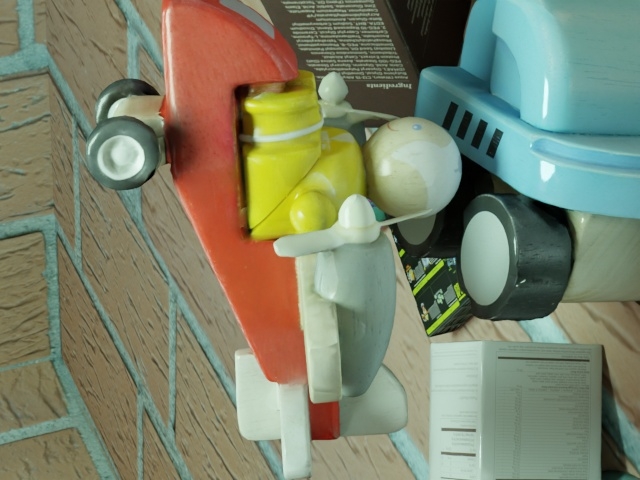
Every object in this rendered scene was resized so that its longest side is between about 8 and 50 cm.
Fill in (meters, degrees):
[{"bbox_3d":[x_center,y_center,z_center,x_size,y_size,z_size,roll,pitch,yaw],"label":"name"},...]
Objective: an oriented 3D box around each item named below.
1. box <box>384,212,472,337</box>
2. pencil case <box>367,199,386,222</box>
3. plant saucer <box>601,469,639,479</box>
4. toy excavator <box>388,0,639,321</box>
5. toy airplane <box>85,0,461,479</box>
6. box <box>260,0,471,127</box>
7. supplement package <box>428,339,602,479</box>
[{"bbox_3d":[0.138,-0.006,2.108,0.184,0.045,0.191,69,157,15],"label":"box"},{"bbox_3d":[0.031,-0.076,2.320,0.152,0.064,0.070,61,138,38],"label":"pencil case"},{"bbox_3d":[0.314,0.390,1.878,0.317,0.043,0.317,167,90,-69],"label":"plant saucer"},{"bbox_3d":[0.205,-0.195,1.652,0.433,0.222,0.445,-138,54,-59],"label":"toy excavator"},{"bbox_3d":[0.000,0.000,1.567,0.384,0.272,0.386,56,-169,-63],"label":"toy airplane"},{"bbox_3d":[0.029,-0.289,1.785,0.381,0.143,0.191,59,-141,-52],"label":"box"},{"bbox_3d":[0.193,0.225,1.882,0.134,0.139,0.244,167,106,-70],"label":"supplement package"}]
